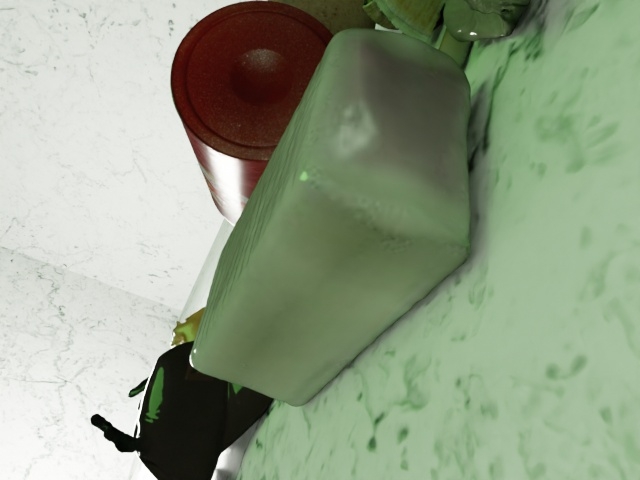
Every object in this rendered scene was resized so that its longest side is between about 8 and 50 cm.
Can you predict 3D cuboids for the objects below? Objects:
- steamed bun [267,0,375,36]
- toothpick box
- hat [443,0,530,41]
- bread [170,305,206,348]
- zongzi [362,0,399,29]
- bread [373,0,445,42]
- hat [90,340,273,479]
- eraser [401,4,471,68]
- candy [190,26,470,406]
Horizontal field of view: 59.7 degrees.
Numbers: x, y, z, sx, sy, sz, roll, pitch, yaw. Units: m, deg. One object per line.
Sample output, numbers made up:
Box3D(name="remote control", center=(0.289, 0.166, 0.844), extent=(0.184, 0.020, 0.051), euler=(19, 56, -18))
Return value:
Box3D(name="steamed bun", center=(-0.001, -0.318, 0.981), extent=(0.301, 0.199, 0.251), euler=(140, 134, -79))
Box3D(name="toothpick box", center=(-0.077, -0.142, 0.777), extent=(0.333, 0.204, 0.204), euler=(106, -177, -77))
Box3D(name="hat", center=(0.118, -0.296, 0.456), extent=(0.149, 0.214, 0.244), euler=(20, 89, 51))
Box3D(name="bread", center=(-0.257, 0.221, 1.200), extent=(0.174, 0.133, 0.251), euler=(129, 158, -54))
Box3D(name="zongzi", center=(0.117, -0.343, 0.642), extent=(0.176, 0.078, 0.160), euler=(-44, 30, 38))
Box3D(name="bread", center=(0.093, -0.309, 0.578), extent=(0.036, 0.112, 0.193), euler=(162, 130, -75))
Box3D(name="hat", center=(-0.201, 0.218, 0.834), extent=(0.336, 0.209, 0.238), euler=(-61, 12, 19))
Box3D(name="eraser", center=(0.142, -0.270, 0.646), extent=(0.230, 0.038, 0.157), euler=(-70, 14, -11))
Box3D(name="candy", center=(-0.001, -0.003, 0.546), extent=(0.358, 0.145, 0.208), euler=(126, 161, -47))
